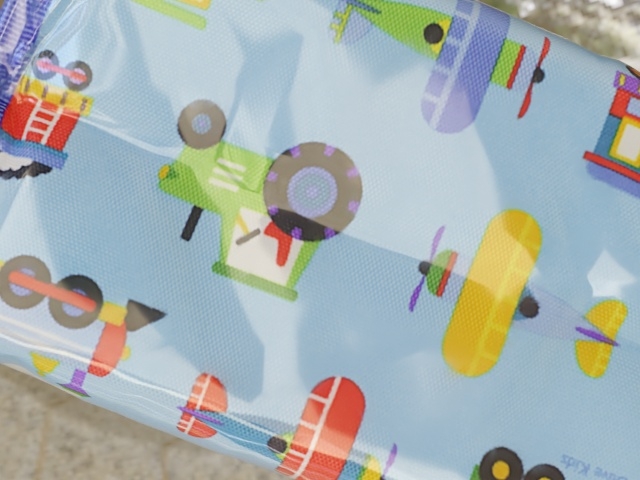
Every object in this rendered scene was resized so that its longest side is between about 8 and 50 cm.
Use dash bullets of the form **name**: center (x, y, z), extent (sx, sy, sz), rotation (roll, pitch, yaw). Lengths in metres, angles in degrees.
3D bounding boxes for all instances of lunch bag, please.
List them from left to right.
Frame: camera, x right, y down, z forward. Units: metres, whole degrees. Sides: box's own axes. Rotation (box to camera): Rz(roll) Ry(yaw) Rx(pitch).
- **lunch bag**: center (0.000, 0.000, 0.512), extent (0.221, 0.293, 0.138), rotation (22, -93, -5)
